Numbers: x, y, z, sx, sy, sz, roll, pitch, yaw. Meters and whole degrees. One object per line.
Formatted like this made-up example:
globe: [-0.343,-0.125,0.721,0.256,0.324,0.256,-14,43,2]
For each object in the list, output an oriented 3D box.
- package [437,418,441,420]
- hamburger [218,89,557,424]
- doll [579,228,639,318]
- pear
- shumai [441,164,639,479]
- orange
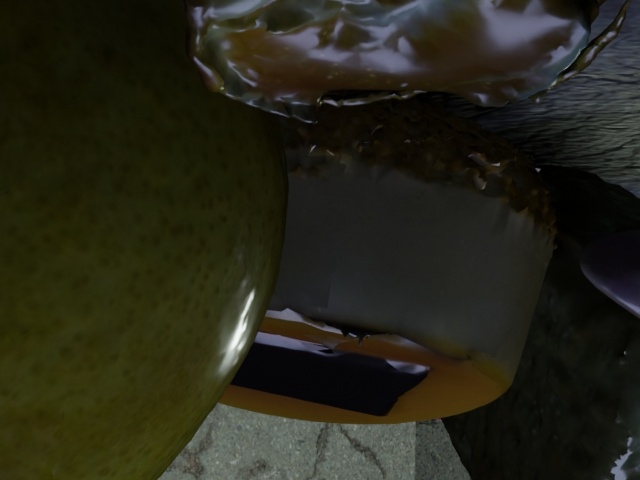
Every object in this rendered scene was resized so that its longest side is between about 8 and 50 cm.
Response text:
package: [0.089,0.073,1.413,0.424,0.123,0.196,26,160,-23]
hamburger: [0.000,0.000,0.948,0.276,0.179,0.294,10,162,-5]
doll: [0.334,0.004,0.821,0.215,0.226,0.370,-37,-174,-27]
pear: [-0.171,0.002,0.615,0.304,0.303,0.304,1,172,0]
shumai: [0.245,0.064,1.144,0.289,0.291,0.330,-14,-152,-17]
orange: [0.023,-0.104,0.452,0.160,0.112,0.170,22,137,-39]
